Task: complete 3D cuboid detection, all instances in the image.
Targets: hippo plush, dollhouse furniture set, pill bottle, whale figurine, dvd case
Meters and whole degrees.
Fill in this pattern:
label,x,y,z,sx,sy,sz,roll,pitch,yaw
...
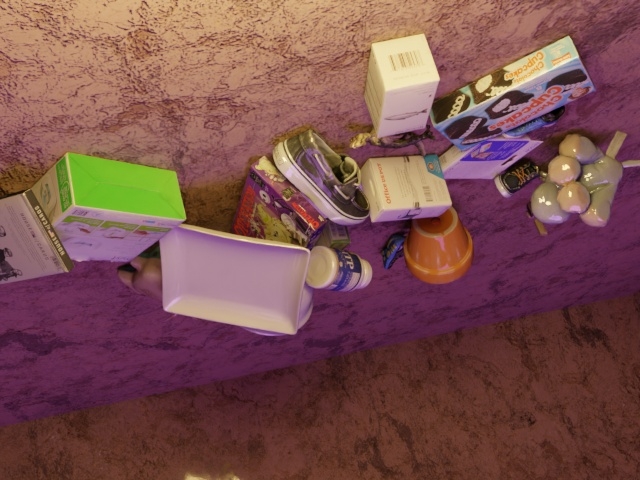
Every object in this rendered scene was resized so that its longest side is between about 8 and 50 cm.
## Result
label,x,y,z,sx,sy,sz,roll,pitch,yaw
hippo plush,0.667,-0.167,2.115,0.294,0.234,0.236,-51,-165,-23
dollhouse furniture set,0.706,-0.066,2.457,0.081,0.114,0.091,-21,157,5
pill bottle,0.049,0.078,2.061,0.112,0.112,0.186,-28,156,32
whale figurine,-0.414,0.081,2.071,0.272,0.141,0.216,-6,141,42
dvd case,-0.619,-0.001,1.572,0.238,0.179,0.029,-10,-155,31

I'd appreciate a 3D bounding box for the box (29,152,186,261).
label,x,y,z,sx,sy,sz,roll,pitch,yaw
box,-0.461,-0.057,1.648,0.262,0.127,0.231,6,152,-45

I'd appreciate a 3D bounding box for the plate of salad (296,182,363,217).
label,x,y,z,sx,sy,sz,roll,pitch,yaw
plate of salad,0.009,-0.108,1.951,0.199,0.048,0.200,-15,157,-7

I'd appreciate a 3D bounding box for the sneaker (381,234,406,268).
label,x,y,z,sx,sy,sz,roll,pitch,yaw
sneaker,0.241,0.039,2.472,0.078,0.067,0.188,-3,154,-14

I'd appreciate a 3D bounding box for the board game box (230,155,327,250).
label,x,y,z,sx,sy,sz,roll,pitch,yaw
board game box,-0.108,-0.034,1.853,0.056,0.208,0.347,-36,169,-25

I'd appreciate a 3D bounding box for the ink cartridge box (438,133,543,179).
label,x,y,z,sx,sy,sz,roll,pitch,yaw
ink cartridge box,0.409,-0.214,1.954,0.208,0.045,0.206,-2,157,-32

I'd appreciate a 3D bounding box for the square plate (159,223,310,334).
label,x,y,z,sx,sy,sz,roll,pitch,yaw
square plate,-0.206,0.088,1.864,0.344,0.049,0.347,11,139,0

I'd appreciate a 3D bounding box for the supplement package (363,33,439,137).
label,x,y,z,sx,sy,sz,roll,pitch,yaw
supplement package,0.151,-0.290,1.492,0.105,0.105,0.179,-13,160,-6

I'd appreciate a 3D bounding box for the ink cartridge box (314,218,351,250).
label,x,y,z,sx,sy,sz,roll,pitch,yaw
ink cartridge box,0.000,0.000,2.143,0.062,0.109,0.209,-3,157,-29

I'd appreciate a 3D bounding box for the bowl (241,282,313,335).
label,x,y,z,sx,sy,sz,roll,pitch,yaw
bowl,-0.135,0.094,2.078,0.297,0.298,0.134,-3,142,-29

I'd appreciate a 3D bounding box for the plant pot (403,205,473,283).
label,x,y,z,sx,sy,sz,roll,pitch,yaw
plant pot,0.335,-0.008,2.261,0.205,0.205,0.188,-16,144,2

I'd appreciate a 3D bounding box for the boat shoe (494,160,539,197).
label,x,y,z,sx,sy,sz,roll,pitch,yaw
boat shoe,0.525,-0.169,2.091,0.083,0.065,0.183,-35,176,30

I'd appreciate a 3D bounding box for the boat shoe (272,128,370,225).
label,x,y,z,sx,sy,sz,roll,pitch,yaw
boat shoe,0.035,-0.134,1.754,0.119,0.121,0.335,-27,147,24

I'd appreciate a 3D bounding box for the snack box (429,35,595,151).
label,x,y,z,sx,sy,sz,roll,pitch,yaw
snack box,0.413,-0.307,1.693,0.322,0.060,0.187,-24,158,23

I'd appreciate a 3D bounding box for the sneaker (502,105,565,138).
label,x,y,z,sx,sy,sz,roll,pitch,yaw
sneaker,0.491,-0.284,1.807,0.152,0.058,0.084,-14,166,-13

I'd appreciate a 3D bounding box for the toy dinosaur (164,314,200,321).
label,x,y,z,sx,sy,sz,roll,pitch,yaw
toy dinosaur,-0.413,0.217,2.535,0.183,0.053,0.092,-28,141,14

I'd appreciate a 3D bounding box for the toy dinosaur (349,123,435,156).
label,x,y,z,sx,sy,sz,roll,pitch,yaw
toy dinosaur,0.180,-0.231,1.739,0.268,0.064,0.118,1,161,-42

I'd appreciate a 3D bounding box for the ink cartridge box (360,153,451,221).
label,x,y,z,sx,sy,sz,roll,pitch,yaw
ink cartridge box,0.205,-0.127,1.905,0.190,0.140,0.082,-6,160,-21
